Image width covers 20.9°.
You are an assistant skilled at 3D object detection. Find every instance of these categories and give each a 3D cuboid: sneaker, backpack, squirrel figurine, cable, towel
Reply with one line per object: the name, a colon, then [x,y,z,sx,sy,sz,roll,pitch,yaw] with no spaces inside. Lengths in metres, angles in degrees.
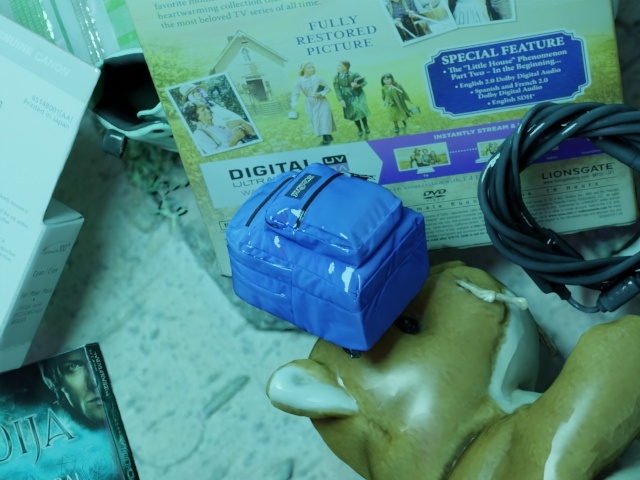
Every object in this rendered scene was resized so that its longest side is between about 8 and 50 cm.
sneaker: [-0.049,-0.085,1.274,0.256,0.151,0.094,10,93,19]
backpack: [0.000,0.000,1.152,0.120,0.098,0.101,19,134,30]
squirrel figurine: [0.113,0.215,1.163,0.370,0.281,0.397,35,100,23]
cable: [0.190,-0.025,1.165,0.151,0.184,0.047,-24,39,22]
towel: [-0.206,-0.165,1.404,0.152,0.023,0.113,-20,86,18]

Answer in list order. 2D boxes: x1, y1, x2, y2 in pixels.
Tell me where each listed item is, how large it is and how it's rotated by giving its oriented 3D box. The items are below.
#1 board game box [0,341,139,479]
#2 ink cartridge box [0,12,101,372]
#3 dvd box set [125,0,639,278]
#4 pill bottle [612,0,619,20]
board game box: [-0.247,0.168,1.421,0.186,0.026,0.126,-19,85,20]
ink cartridge box: [-0.311,-0.079,1.331,0.296,0.066,0.261,30,107,18]
dvd box set: [0.032,-0.156,1.116,0.308,0.420,0.062,-9,43,10]
pill bottle: [0.080,-0.198,1.233,0.246,0.130,0.130,-4,90,20]
